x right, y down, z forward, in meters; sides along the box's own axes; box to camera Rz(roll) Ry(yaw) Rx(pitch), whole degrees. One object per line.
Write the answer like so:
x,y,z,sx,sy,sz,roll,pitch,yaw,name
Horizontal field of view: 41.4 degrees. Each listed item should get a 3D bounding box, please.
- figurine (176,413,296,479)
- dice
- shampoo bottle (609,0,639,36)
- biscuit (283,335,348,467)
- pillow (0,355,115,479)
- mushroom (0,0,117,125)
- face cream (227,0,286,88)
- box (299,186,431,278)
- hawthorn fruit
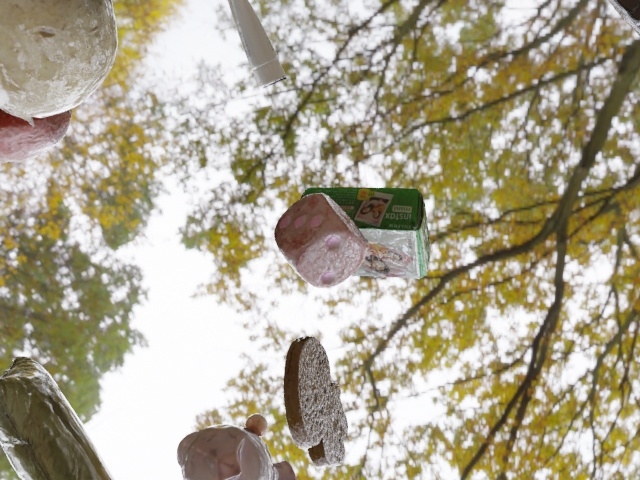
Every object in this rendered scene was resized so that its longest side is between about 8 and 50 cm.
-0.116,0.370,1.297,0.133,0.276,0.200,19,-111,35,figurine
0.000,0.000,1.116,0.091,0.094,0.093,-42,-143,10,dice
0.283,-0.224,0.472,0.278,0.104,0.104,-41,-142,28,shampoo bottle
-0.007,0.184,0.940,0.026,0.175,0.124,-6,-138,19,biscuit
-0.277,0.261,0.945,0.075,0.302,0.185,-31,-173,-8,pillow
-0.344,-0.288,1.025,0.189,0.253,0.195,-17,-141,28,mushroom
-0.140,-0.417,1.649,0.058,0.243,0.092,-25,-168,-6,face cream
0.081,-0.013,1.620,0.250,0.180,0.103,0,-128,12,box
-0.594,-0.240,1.566,0.253,0.205,0.205,-17,-134,-17,hawthorn fruit
